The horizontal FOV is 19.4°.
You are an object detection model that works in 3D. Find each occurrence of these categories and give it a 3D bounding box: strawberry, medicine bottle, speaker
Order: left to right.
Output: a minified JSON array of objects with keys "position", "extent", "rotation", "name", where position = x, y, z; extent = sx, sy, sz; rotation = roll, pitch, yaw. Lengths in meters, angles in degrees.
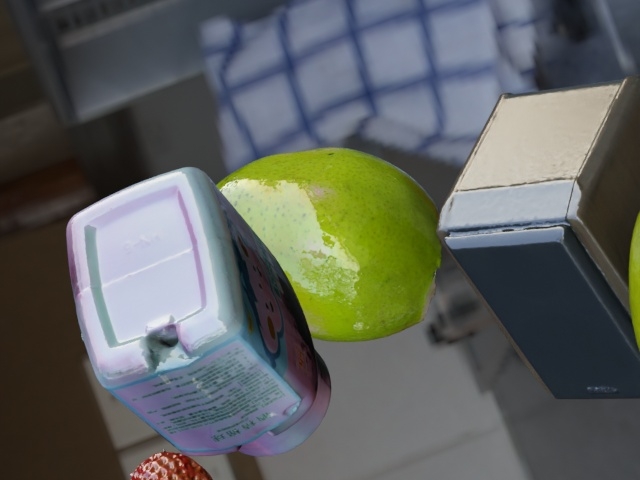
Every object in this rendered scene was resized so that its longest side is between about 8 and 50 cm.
[{"position":[-0.111,0.191,1.327],"extent":[0.073,0.073,0.083],"rotation":[70,-156,-11],"name":"strawberry"},{"position":[-0.061,0.056,1.070],"extent":[0.188,0.094,0.119],"rotation":[52,-162,-56],"name":"medicine bottle"},{"position":[0.234,0.001,1.583],"extent":[0.153,0.192,0.231],"rotation":[-4,135,42],"name":"speaker"}]

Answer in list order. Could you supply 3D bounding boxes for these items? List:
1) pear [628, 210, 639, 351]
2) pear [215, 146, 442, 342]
[{"position":[0.337,0.015,1.406],"extent":[0.212,0.212,0.269],"rotation":[106,-175,-80],"name":"pear"},{"position":[0.000,0.000,1.736],"extent":[0.187,0.220,0.187],"rotation":[-170,90,-87],"name":"pear"}]
